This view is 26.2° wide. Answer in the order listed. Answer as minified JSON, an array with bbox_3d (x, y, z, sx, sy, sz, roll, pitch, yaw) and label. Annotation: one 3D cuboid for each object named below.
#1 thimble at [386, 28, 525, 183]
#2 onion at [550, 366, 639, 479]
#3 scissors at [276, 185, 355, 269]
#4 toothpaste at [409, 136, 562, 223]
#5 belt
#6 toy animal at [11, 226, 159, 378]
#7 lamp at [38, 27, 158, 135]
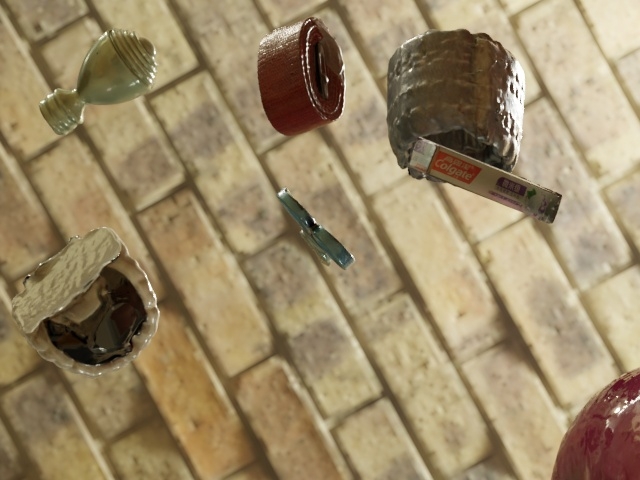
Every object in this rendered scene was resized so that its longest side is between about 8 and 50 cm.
[{"bbox_3d":[0.198,-0.187,1.992,0.236,0.205,0.172,108,-14,-70],"label":"thimble"},{"bbox_3d":[0.343,0.290,1.374,0.358,0.345,0.358,12,90,-83],"label":"onion"},{"bbox_3d":[0.000,0.000,1.747,0.125,0.030,0.256,46,-4,9],"label":"scissors"},{"bbox_3d":[0.192,-0.069,1.587,0.196,0.040,0.047,19,6,-31],"label":"toothpaste"},{"bbox_3d":[-0.041,-0.279,2.366,0.128,0.124,0.200,23,56,-49],"label":"belt"},{"bbox_3d":[-0.356,0.102,2.132,0.156,0.208,0.204,53,-8,-37],"label":"toy animal"},{"bbox_3d":[-0.320,-0.228,1.998,0.106,0.193,0.106,51,9,-11],"label":"lamp"}]
